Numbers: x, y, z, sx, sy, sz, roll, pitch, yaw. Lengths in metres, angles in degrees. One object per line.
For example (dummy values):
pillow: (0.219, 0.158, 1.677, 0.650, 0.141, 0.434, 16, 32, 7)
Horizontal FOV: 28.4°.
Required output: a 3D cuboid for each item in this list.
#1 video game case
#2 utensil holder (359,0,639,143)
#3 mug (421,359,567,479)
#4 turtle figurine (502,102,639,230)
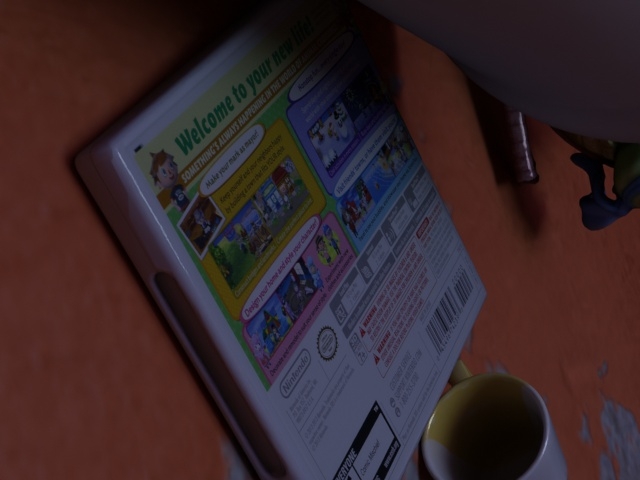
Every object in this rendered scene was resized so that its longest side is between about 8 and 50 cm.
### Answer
video game case: (0.000, 0.000, 0.545, 0.193, 0.023, 0.212, 62, 33, -18)
utensil holder: (0.064, -0.246, 0.464, 0.385, 0.327, 0.328, 21, 58, -48)
mug: (0.090, 0.099, 0.610, 0.064, 0.062, 0.078, 50, 43, -47)
turtle figurine: (0.202, -0.170, 0.749, 0.197, 0.275, 0.266, -10, 59, -34)
